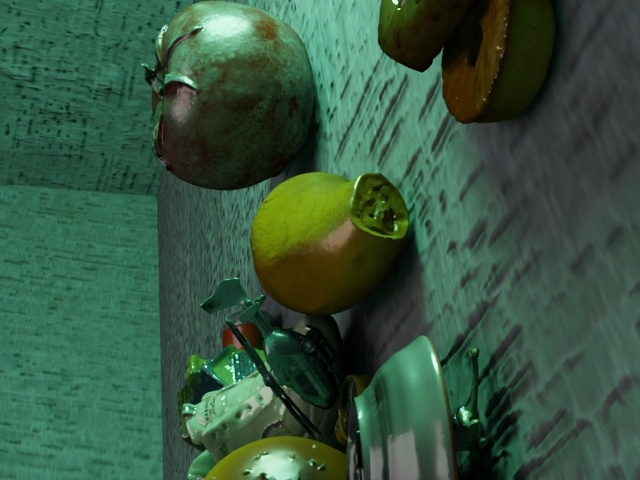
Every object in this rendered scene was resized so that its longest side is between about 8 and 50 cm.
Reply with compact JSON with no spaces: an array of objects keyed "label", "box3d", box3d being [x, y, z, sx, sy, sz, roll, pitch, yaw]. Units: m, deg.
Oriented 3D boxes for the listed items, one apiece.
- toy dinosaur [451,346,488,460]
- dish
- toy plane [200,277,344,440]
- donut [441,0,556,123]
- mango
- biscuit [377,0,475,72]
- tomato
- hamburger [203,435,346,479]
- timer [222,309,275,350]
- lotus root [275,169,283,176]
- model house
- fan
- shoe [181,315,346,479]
[{"label":"toy dinosaur","box3d":[0.134,0.190,0.880,0.058,0.037,0.180,-90,16,-67]},{"label":"dish","box3d":[0.068,0.223,0.896,0.260,0.086,0.260,178,90,-87]},{"label":"toy plane","box3d":[-0.046,0.139,1.166,0.096,0.235,0.060,-36,4,13]},{"label":"donut","box3d":[0.159,-0.173,0.836,0.152,0.058,0.151,-176,90,-75]},{"label":"mango","box3d":[0.000,0.004,1.189,0.359,0.144,0.186,-171,95,-69]},{"label":"biscuit","box3d":[0.129,-0.335,0.894,0.359,0.046,0.359,-164,90,-80]},{"label":"tomato","box3d":[-0.156,-0.240,1.542,0.317,0.283,0.316,-176,90,-70]},{"label":"hamburger","box3d":[-0.031,0.325,1.043,0.170,0.246,0.246,93,170,-46]},{"label":"timer","box3d":[-0.126,0.194,1.675,0.136,0.099,0.136,172,90,-82]},{"label":"lotus root","box3d":[-0.105,-0.173,1.726,0.165,0.088,0.088,-116,33,-43]},{"label":"model house","box3d":[-0.133,0.237,1.518,0.214,0.189,0.195,109,156,-45]},{"label":"fan","box3d":[0.042,0.229,1.167,0.155,0.039,0.082,115,155,-47]},{"label":"shoe","box3d":[-0.085,0.243,1.283,0.132,0.211,0.341,-98,19,-60]}]
